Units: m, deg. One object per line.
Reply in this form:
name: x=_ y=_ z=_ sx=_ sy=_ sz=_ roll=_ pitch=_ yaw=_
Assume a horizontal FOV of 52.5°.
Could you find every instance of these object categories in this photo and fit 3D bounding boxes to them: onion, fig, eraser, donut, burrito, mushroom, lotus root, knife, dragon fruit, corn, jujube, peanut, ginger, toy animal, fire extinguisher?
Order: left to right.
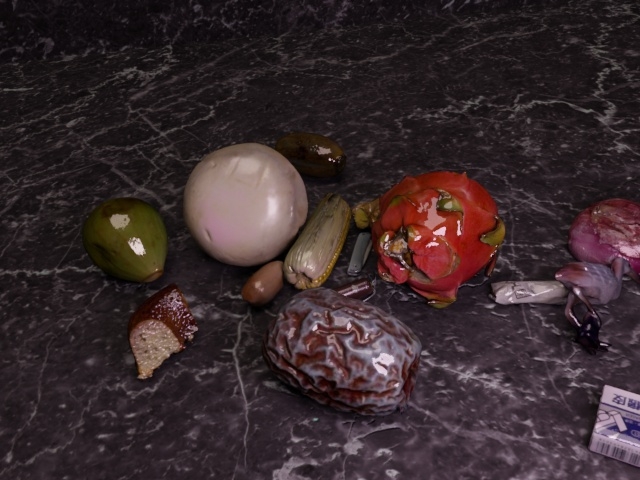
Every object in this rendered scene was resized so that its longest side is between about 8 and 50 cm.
fig: x=-0.487 y=-0.003 z=1.638 sx=0.207 sy=0.207 sz=0.230 roll=-22 pitch=40 yaw=-19
donut: x=-0.363 y=0.193 z=1.442 sx=0.186 sy=0.126 sz=0.144 roll=-31 pitch=37 yaw=-28
mushroom: x=-0.213 y=-0.106 z=1.661 sx=0.315 sy=0.315 sz=0.356 roll=-33 pitch=50 yaw=-30
peanut: x=-0.130 y=0.101 z=1.557 sx=0.076 sy=0.076 sz=0.152 roll=17 pitch=40 yaw=27
lotus root: x=-0.031 y=-0.258 z=1.963 sx=0.241 sy=0.124 sz=0.123 roll=13 pitch=52 yaw=24
corn: x=-0.003 y=-0.003 z=1.634 sx=0.122 sy=0.123 sz=0.305 roll=6 pitch=39 yaw=16
jujube: x=0.043 y=0.219 z=1.282 sx=0.317 sy=0.226 sz=0.226 roll=22 pitch=45 yaw=24
fire extinguisher: x=0.067 y=0.124 z=1.527 sx=0.158 sy=0.043 sz=0.064 roll=-19 pitch=69 yaw=-15
knife: x=0.103 y=0.033 z=1.654 sx=0.044 sy=0.023 sz=0.162 roll=8 pitch=39 yaw=11
ginger: x=0.179 y=-0.061 z=1.686 sx=0.157 sy=0.102 sz=0.216 roll=2 pitch=18 yaw=-23
dragon fruit: x=0.255 y=0.012 z=1.459 sx=0.305 sy=0.305 sz=0.226 roll=4 pitch=39 yaw=12
burrito: x=0.484 y=0.118 z=1.464 sx=0.203 sy=0.064 sz=0.064 roll=1 pitch=38 yaw=11
toy animal: x=0.589 y=0.101 z=1.390 sx=0.324 sy=0.195 sz=0.090 roll=-38 pitch=10 yaw=-39
onion: x=0.748 y=-0.014 z=1.548 sx=0.283 sy=0.120 sz=0.227 roll=25 pitch=53 yaw=34
eraser: x=0.596 y=0.346 z=1.147 sx=0.210 sy=0.068 sz=0.124 roll=15 pitch=40 yaw=24
